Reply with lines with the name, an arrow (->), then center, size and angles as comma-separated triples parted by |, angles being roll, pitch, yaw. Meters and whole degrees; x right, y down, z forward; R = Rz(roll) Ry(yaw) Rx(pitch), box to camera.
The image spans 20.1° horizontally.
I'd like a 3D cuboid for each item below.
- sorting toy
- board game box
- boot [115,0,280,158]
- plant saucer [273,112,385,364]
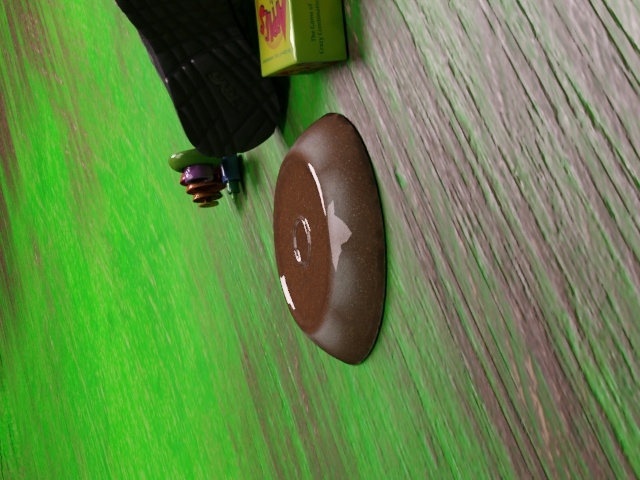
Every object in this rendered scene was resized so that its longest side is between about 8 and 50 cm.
sorting toy -> -0.104, -0.055, 1.665 | 0.102, 0.061, 0.042 | 62, -162, -78
board game box -> -0.022, -0.223, 1.400 | 0.092, 0.043, 0.181 | 173, 91, -71
boot -> -0.139, -0.249, 1.516 | 0.223, 0.118, 0.338 | -117, 13, -50
plant saucer -> 0.000, 0.000, 1.410 | 0.198, 0.036, 0.199 | 176, 90, -72
